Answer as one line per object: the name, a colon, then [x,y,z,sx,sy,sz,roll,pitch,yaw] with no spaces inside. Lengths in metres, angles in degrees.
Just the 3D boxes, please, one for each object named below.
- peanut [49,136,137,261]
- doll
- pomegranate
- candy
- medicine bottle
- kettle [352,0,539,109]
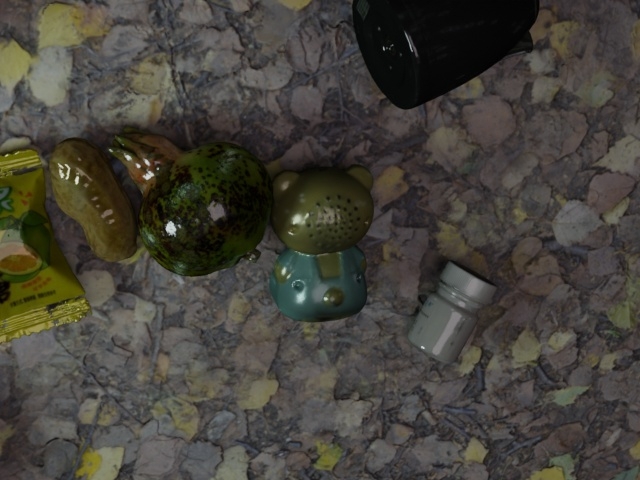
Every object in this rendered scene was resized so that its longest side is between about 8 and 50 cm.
peanut: [-0.362,-0.062,1.727,0.108,0.095,0.226,-13,120,22]
doll: [0.000,0.000,1.820,0.177,0.161,0.261,-4,110,-14]
pomegranate: [-0.212,-0.069,1.738,0.222,0.276,0.204,-49,155,-21]
candy: [-0.493,0.010,1.710,0.187,0.081,0.297,-17,103,-12]
medicine bottle: [0.238,0.131,1.963,0.105,0.105,0.168,25,98,-22]
kettle: [0.209,-0.389,1.757,0.290,0.207,0.268,-26,85,-14]
